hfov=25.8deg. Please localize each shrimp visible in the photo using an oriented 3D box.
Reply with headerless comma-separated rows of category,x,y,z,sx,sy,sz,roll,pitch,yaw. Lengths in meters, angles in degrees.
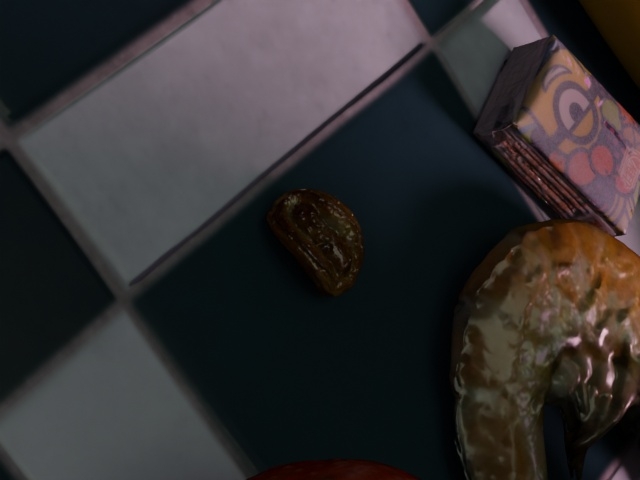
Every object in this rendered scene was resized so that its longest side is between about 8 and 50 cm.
shrimp,0.260,0.183,1.121,0.445,0.085,0.272,47,60,-18

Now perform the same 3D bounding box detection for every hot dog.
hot dog,0.000,0.000,0.987,0.083,0.035,0.058,51,56,-17

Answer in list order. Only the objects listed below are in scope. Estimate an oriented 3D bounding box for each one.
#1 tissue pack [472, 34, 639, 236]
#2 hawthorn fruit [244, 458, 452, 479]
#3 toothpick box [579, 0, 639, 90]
tissue pack,0.207,-0.083,1.161,0.148,0.060,0.108,42,57,-22
hawthorn fruit,0.009,0.218,0.827,0.253,0.205,0.205,-24,93,-39
toothpick box,0.347,-0.189,1.232,0.271,0.175,0.175,53,52,-18
